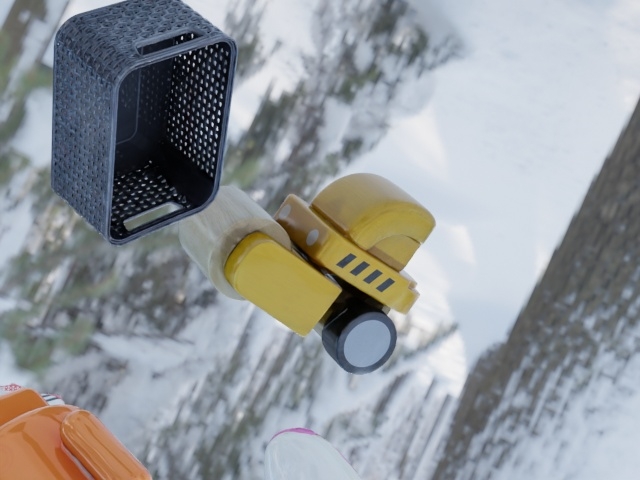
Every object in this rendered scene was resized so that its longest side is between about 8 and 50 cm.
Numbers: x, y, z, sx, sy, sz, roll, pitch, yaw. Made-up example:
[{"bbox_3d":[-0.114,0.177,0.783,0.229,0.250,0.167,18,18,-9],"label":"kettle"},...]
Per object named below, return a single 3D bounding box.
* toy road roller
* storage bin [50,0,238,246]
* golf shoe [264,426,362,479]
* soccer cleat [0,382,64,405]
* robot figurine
[{"bbox_3d":[0.000,0.000,1.642,0.329,0.241,0.202,33,-175,-33],"label":"toy road roller"},{"bbox_3d":[-0.148,-0.100,1.006,0.122,0.180,0.084,-25,-129,-36],"label":"storage bin"},{"bbox_3d":[0.001,0.342,1.281,0.115,0.306,0.140,-30,161,25],"label":"golf shoe"},{"bbox_3d":[-0.313,0.175,1.302,0.083,0.029,0.036,15,-153,-24],"label":"soccer cleat"},{"bbox_3d":[-0.171,0.201,0.824,0.219,0.158,0.128,44,176,25],"label":"robot figurine"}]
